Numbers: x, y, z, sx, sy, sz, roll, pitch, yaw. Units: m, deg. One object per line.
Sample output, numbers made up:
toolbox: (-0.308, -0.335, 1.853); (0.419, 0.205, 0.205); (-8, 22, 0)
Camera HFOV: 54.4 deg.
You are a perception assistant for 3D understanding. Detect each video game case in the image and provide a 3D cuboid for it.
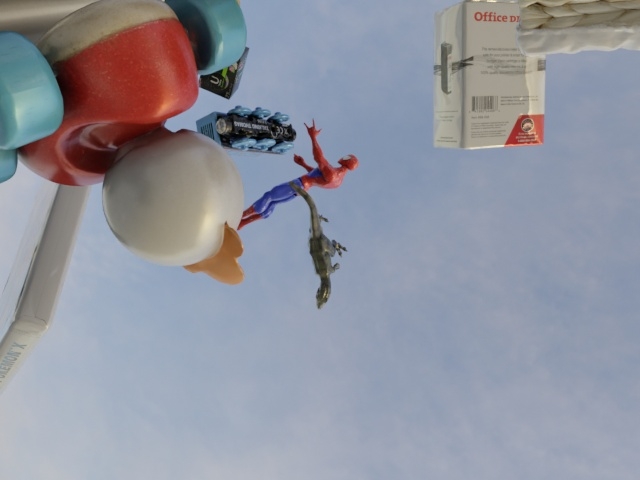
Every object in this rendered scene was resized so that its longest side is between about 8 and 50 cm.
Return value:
video game case: (-0.335, 0.003, 0.747); (0.300, 0.036, 0.328); (-38, -139, 45)

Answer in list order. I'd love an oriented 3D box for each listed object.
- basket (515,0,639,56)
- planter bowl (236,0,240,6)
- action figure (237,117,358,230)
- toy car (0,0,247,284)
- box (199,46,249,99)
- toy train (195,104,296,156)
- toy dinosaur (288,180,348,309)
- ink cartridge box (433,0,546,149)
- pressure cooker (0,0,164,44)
basket: (0.351, -0.365, 0.537); (0.332, 0.328, 0.266); (6, -38, 28)
planter bowl: (-0.263, -0.420, 1.154); (0.090, 0.217, 0.217); (51, -58, 17)
action figure: (-0.066, -0.135, 1.241); (0.281, 0.091, 0.139); (-20, -101, 6)
toy car: (-0.148, -0.055, 0.520); (0.210, 0.219, 0.237); (-19, -77, 48)
box: (-0.167, -0.298, 1.071); (0.062, 0.052, 0.083); (22, -52, -3)
toy train: (-0.127, -0.188, 1.100); (0.105, 0.184, 0.080); (-11, -94, 38)
toy dinosaur: (0.000, 0.000, 1.262); (0.064, 0.118, 0.268); (-10, -80, 21)
ink cartridge box: (0.333, -0.323, 1.231); (0.114, 0.197, 0.272); (-156, -118, -65)
pressure cooker: (-0.315, -0.426, 0.834); (0.369, 0.421, 0.375); (111, -41, -59)
